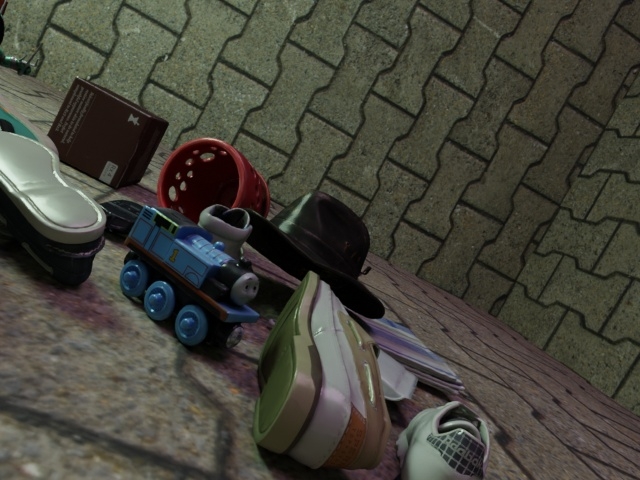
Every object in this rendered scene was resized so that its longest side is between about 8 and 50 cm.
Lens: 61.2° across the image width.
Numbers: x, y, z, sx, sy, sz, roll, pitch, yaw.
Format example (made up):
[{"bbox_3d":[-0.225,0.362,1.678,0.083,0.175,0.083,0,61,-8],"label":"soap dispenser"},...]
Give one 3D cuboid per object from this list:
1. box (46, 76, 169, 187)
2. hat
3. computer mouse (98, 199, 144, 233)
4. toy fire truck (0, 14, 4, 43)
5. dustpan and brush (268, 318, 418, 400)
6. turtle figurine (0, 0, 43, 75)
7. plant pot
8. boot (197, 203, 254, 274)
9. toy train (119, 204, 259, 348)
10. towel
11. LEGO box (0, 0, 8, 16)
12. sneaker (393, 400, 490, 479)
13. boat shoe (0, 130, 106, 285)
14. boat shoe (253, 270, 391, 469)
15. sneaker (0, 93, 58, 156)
[{"bbox_3d":[-0.456,-0.229,1.176,0.167,0.169,0.203,29,5,-9],"label":"box"},{"bbox_3d":[0.000,0.000,0.928,0.331,0.134,0.331,32,-11,7],"label":"hat"},{"bbox_3d":[-0.303,-0.018,0.746,0.071,0.041,0.242,28,12,3],"label":"computer mouse"},{"bbox_3d":[-0.446,-0.158,0.468,0.158,0.217,0.246,33,21,32],"label":"toy fire truck"},{"bbox_3d":[0.025,0.153,0.729,0.211,0.060,0.147,37,6,13],"label":"dustpan and brush"},{"bbox_3d":[-0.646,-0.357,1.049,0.118,0.234,0.175,29,6,4],"label":"turtle figurine"},{"bbox_3d":[-0.203,-0.094,1.095,0.191,0.191,0.174,30,3,18],"label":"plant pot"},{"bbox_3d":[-0.132,0.014,0.799,0.095,0.124,0.258,29,6,3],"label":"boot"},{"bbox_3d":[-0.144,0.040,0.597,0.184,0.105,0.080,31,6,27],"label":"toy train"},{"bbox_3d":[0.120,0.183,0.987,0.209,0.034,0.285,25,4,-12],"label":"towel"},{"bbox_3d":[-0.954,-0.527,1.032,0.499,0.193,0.372,24,2,15],"label":"LEGO box"},{"bbox_3d":[0.128,0.203,0.533,0.090,0.095,0.235,28,4,11],"label":"sneaker"},{"bbox_3d":[-0.317,-0.045,0.598,0.254,0.079,0.095,35,29,27],"label":"boat shoe"},{"bbox_3d":[0.001,0.127,0.563,0.103,0.113,0.302,29,16,-9],"label":"boat shoe"},{"bbox_3d":[-0.520,-0.185,0.772,0.302,0.108,0.121,31,2,14],"label":"sneaker"}]
